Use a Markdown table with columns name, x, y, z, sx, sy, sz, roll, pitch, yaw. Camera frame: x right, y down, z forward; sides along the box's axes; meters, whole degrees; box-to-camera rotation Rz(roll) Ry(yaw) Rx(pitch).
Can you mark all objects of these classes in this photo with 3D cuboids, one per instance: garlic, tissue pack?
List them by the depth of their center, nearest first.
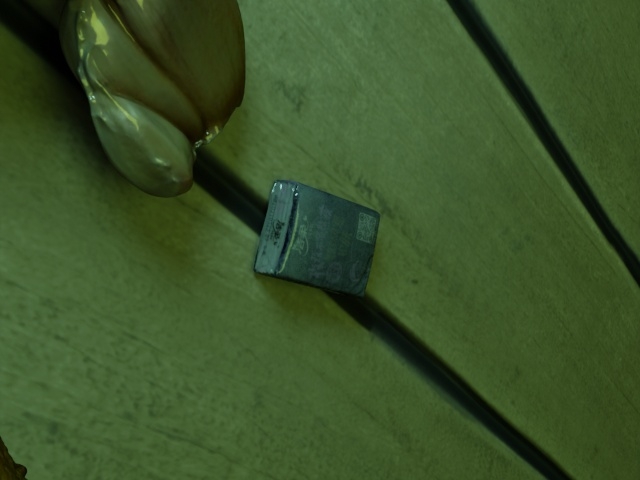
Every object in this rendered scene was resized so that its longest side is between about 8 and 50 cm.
| name | x | y | z | sx | sy | sz | roll | pitch | yaw |
| --- | --- | --- | --- | --- | --- | --- | --- | --- | --- |
| garlic | -0.158 | -0.182 | 0.830 | 0.217 | 0.110 | 0.228 | -60 | 145 | -34 |
| tissue pack | 0.000 | 0.000 | 1.067 | 0.156 | 0.051 | 0.112 | 18 | 83 | -46 |

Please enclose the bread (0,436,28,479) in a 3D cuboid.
| name | x | y | z | sx | sy | sz | roll | pitch | yaw |
| --- | --- | --- | --- | --- | --- | --- | --- | --- | --- |
| bread | -0.325 | 0.221 | 0.660 | 0.246 | 0.232 | 0.135 | -25 | 106 | -33 |
